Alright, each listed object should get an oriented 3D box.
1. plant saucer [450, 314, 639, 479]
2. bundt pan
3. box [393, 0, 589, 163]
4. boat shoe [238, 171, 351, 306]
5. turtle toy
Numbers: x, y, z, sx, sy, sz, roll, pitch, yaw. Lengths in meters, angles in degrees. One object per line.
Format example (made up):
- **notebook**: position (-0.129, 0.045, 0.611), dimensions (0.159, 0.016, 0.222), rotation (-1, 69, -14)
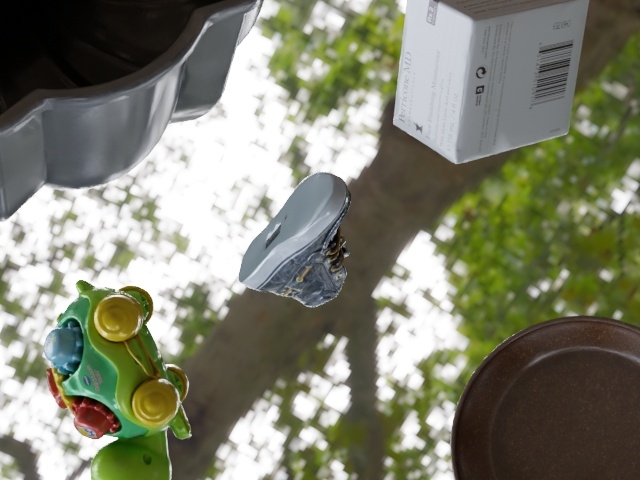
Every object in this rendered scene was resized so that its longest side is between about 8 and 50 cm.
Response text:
- **plant saucer**: position (0.197, 0.154, 1.260), dimensions (0.199, 0.198, 0.036), rotation (36, -172, 12)
- **bundt pan**: position (-0.172, -0.143, 0.789), dimensions (0.331, 0.124, 0.330), rotation (2, -124, -4)
- **box**: position (0.195, -0.206, 1.952), dimensions (0.182, 0.181, 0.119), rotation (-16, -145, -32)
- **boat shoe**: position (0.000, 0.000, 1.564), dimensions (0.083, 0.183, 0.065), rotation (21, -124, -20)
- **turtle toy**: position (-0.109, 0.083, 0.923), dimensions (0.095, 0.066, 0.130), rotation (-87, -26, -88)
